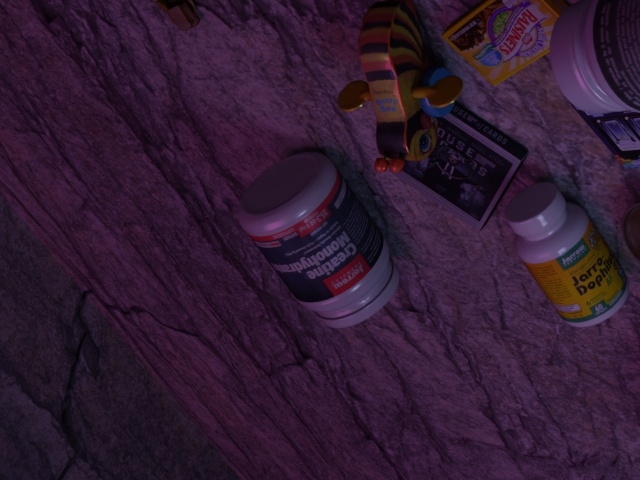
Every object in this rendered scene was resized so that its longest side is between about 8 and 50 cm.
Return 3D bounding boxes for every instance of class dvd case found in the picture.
[{"bbox_3d":[0.205,-0.121,2.038,0.179,0.029,0.239,34,155,8],"label":"dvd case"}]

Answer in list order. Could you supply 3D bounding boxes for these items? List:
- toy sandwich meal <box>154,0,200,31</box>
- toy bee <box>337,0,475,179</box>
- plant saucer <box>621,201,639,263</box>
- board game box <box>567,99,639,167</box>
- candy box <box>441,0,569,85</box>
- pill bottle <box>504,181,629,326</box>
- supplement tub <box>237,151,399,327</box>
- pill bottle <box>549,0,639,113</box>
[{"bbox_3d":[-0.235,-0.380,2.190,0.085,0.029,0.085,30,153,17],"label":"toy sandwich meal"},{"bbox_3d":[0.125,-0.176,1.859,0.298,0.162,0.195,50,140,-13],"label":"toy bee"},{"bbox_3d":[0.510,0.005,1.834,0.198,0.036,0.199,31,154,17],"label":"plant saucer"},{"bbox_3d":[0.415,-0.154,1.665,0.141,0.048,0.170,45,155,-28],"label":"board game box"},{"bbox_3d":[0.246,-0.273,1.734,0.105,0.027,0.206,40,155,-10],"label":"candy box"},{"bbox_3d":[0.358,0.018,1.962,0.117,0.117,0.208,1,135,52],"label":"pill bottle"},{"bbox_3d":[0.000,0.000,2.318,0.191,0.191,0.272,4,138,50],"label":"supplement tub"},{"bbox_3d":[0.393,-0.227,1.460,0.161,0.161,0.283,49,153,-20],"label":"pill bottle"}]
